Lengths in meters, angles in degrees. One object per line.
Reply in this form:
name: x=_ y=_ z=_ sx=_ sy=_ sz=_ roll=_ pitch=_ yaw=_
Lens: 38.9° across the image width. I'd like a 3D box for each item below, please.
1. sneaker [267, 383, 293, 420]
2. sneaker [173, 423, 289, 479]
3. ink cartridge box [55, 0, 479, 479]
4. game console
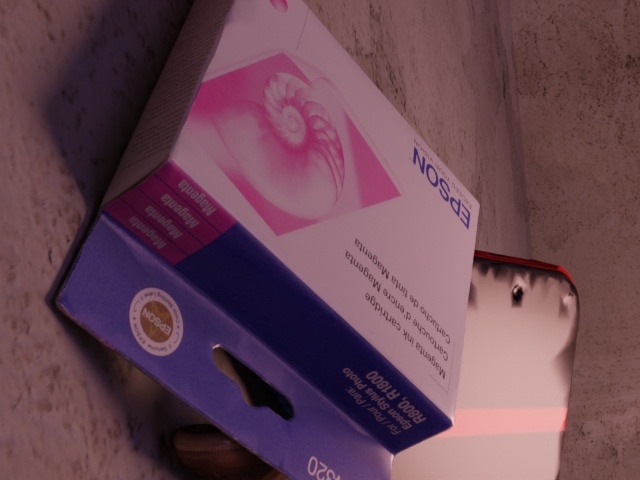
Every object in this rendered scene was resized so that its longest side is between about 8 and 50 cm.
sneaker: x=-0.027 y=0.109 z=0.765 sx=0.082 sy=0.069 sz=0.209 roll=-26 pitch=120 yaw=-40
sneaker: x=-0.049 y=0.175 z=0.671 sx=0.188 sy=0.066 sz=0.071 roll=34 pitch=56 yaw=-65
ink cartridge box: x=0.000 y=0.000 z=0.678 sx=0.324 sy=0.071 sz=0.330 roll=44 pitch=41 yaw=-32
game console: x=0.141 y=0.176 z=0.958 sx=0.387 sy=0.060 sz=0.341 roll=9 pitch=89 yaw=-42
